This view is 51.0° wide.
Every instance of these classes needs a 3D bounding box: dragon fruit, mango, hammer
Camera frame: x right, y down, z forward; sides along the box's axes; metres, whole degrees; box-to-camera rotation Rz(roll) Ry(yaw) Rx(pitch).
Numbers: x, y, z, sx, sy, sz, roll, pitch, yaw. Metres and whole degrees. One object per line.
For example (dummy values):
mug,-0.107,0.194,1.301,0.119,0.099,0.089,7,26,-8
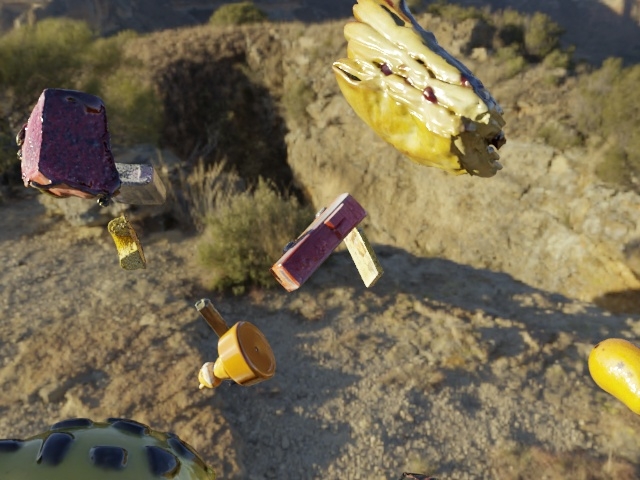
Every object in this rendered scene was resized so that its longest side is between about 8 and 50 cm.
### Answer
dragon fruit,-0.299,-0.094,0.775,0.096,0.147,0.102,-29,-31,35
mango,0.613,0.263,1.330,0.090,0.115,0.178,21,12,-27
hammer,-0.195,0.220,1.461,0.125,0.297,0.027,-36,46,-12

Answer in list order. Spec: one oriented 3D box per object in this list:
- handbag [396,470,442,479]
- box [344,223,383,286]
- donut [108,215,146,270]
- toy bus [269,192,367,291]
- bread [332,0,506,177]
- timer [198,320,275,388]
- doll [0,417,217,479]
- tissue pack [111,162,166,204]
handbag,0.251,0.589,1.409,0.215,0.169,0.155,1,43,53
box,0.102,0.032,1.611,0.020,0.073,0.149,-13,64,-26
donut,-0.312,0.004,1.074,0.038,0.083,0.067,-17,52,-3
toy bus,0.000,0.000,1.127,0.192,0.065,0.077,-47,9,-19
bread,0.179,-0.240,1.194,0.370,0.191,0.314,55,12,28
timer,-0.190,0.258,1.387,0.152,0.132,0.132,-32,13,16
doll,-0.182,0.107,0.319,0.291,0.086,0.117,18,-10,-18
tissue pack,-0.389,-0.116,1.391,0.112,0.051,0.156,2,-13,-3
